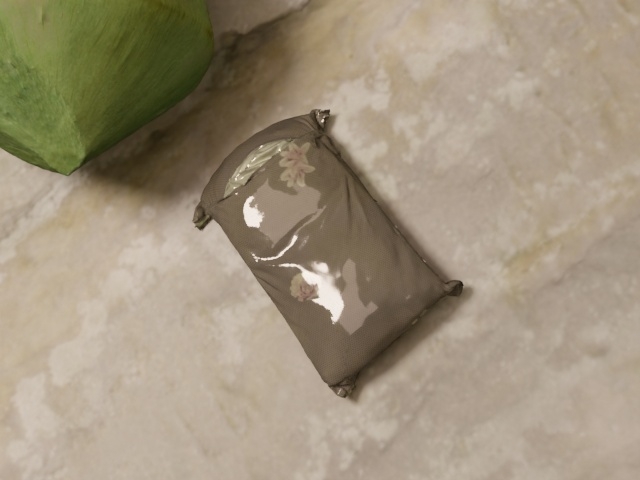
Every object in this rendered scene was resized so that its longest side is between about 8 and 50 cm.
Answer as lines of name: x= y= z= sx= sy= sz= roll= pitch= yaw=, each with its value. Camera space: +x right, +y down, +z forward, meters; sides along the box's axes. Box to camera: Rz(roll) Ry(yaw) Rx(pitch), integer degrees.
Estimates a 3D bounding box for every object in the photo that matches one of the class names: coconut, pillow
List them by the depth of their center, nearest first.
coconut: x=-0.245 y=-0.211 z=1.586 sx=0.281 sy=0.328 sz=0.328 roll=-9 pitch=71 yaw=-8
pillow: x=0.000 y=0.000 z=1.592 sx=0.169 sy=0.059 sz=0.255 roll=-38 pitch=68 yaw=-2
